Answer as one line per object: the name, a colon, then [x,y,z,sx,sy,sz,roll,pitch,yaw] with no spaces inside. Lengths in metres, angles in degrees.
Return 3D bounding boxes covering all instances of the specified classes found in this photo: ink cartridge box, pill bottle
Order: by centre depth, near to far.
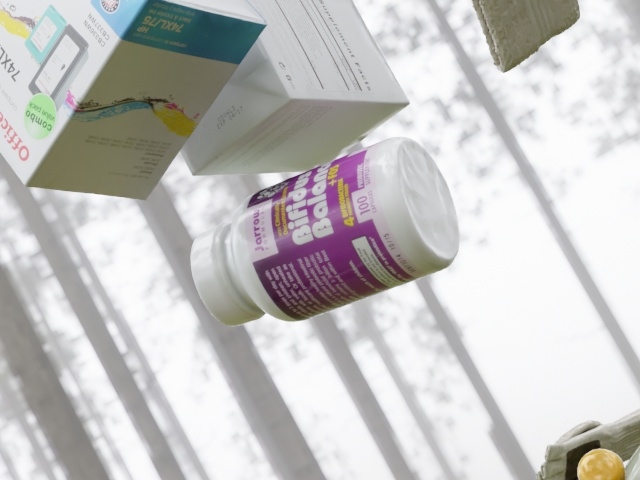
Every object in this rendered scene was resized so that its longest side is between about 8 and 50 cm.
ink cartridge box: [-0.243,-0.212,1.884,0.197,0.198,0.270,5,-52,-52]
pill bottle: [0.000,0.000,1.995,0.302,0.169,0.169,-21,-6,25]

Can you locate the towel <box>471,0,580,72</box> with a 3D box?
towel: [0.311,-0.427,2.663,0.187,0.282,0.049,-36,33,-22]

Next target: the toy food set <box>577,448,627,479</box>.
toy food set: [0.277,0.293,1.371,0.111,0.232,0.104,-39,-33,-8]

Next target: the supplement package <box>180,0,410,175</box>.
supplement package: [-0.057,-0.200,2.104,0.177,0.175,0.293,-35,-15,28]

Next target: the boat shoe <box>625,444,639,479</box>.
boat shoe: [0.404,0.369,2.104,0.127,0.113,0.340,-56,-10,-44]

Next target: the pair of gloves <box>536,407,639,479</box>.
pair of gloves: [0.381,0.364,2.343,0.204,0.240,0.042,-10,26,-27]
